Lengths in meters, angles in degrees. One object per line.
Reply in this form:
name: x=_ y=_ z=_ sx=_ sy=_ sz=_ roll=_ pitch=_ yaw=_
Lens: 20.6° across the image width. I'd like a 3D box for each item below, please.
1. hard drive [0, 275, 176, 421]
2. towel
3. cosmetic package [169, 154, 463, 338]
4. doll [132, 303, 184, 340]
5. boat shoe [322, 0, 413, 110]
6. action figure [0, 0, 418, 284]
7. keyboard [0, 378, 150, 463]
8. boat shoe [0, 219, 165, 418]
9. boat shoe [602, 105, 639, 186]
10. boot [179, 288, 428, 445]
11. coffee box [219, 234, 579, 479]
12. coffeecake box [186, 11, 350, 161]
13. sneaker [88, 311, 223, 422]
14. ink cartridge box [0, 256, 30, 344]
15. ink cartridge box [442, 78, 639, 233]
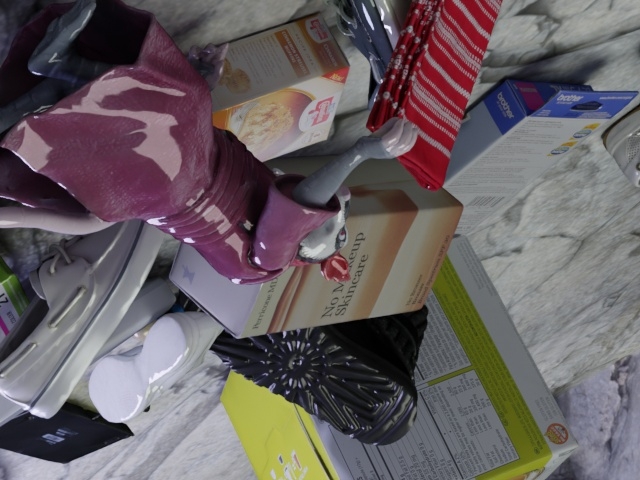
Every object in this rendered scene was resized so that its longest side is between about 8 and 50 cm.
hard drive: x=-0.317 y=0.153 z=1.918 sx=0.233 sy=0.047 sz=0.353 roll=-35 pitch=180 yaw=22
towel: x=0.121 y=-0.188 z=1.551 sx=0.274 sy=0.031 sz=0.199 roll=-70 pitch=160 yaw=-6
cosmetic package: x=0.000 y=0.000 z=1.927 sx=0.296 sy=0.129 sz=0.153 roll=-8 pitch=128 yaw=-45
doll: x=-0.163 y=0.104 z=2.178 sx=0.189 sy=0.046 sz=0.129 roll=-4 pitch=150 yaw=-50
boat shoe: x=0.052 y=-0.192 z=1.589 sx=0.099 sy=0.116 sz=0.319 roll=1 pitch=159 yaw=18
action figure: x=-0.106 y=-0.042 z=1.432 sx=0.370 sy=0.248 sz=0.275 roll=37 pitch=80 yaw=-34
keyboard: x=-0.324 y=0.235 z=2.337 sx=0.202 sy=0.033 sz=0.317 roll=-23 pitch=163 yaw=8
boat shoe: x=-0.229 y=0.043 z=1.646 sx=0.088 sy=0.096 sz=0.267 roll=27 pitch=113 yaw=-19
boat shoe: x=0.492 y=-0.166 z=2.263 sx=0.098 sy=0.096 sz=0.277 roll=-4 pitch=150 yaw=-48
boot: x=-0.015 y=0.081 z=2.160 sx=0.131 sy=0.348 sz=0.260 roll=-42 pitch=-161 yaw=25
coffee box: x=0.094 y=0.250 z=2.449 sx=0.334 sy=0.338 sz=0.337 roll=-19 pitch=159 yaw=-21
coffeecake box: x=-0.078 y=-0.125 z=1.658 sx=0.185 sy=0.068 sz=0.142 roll=-21 pitch=159 yaw=-18
sneaker: x=-0.183 y=0.145 z=2.039 sx=0.094 sy=0.080 sz=0.212 roll=-15 pitch=164 yaw=-48
ink cartridge box: x=-0.409 y=0.103 z=1.697 sx=0.255 sy=0.097 sz=0.189 roll=-37 pitch=163 yaw=-12
ink cartridge box: x=0.213 y=-0.108 z=2.101 sx=0.186 sy=0.065 sz=0.311 roll=-3 pitch=152 yaw=-50
